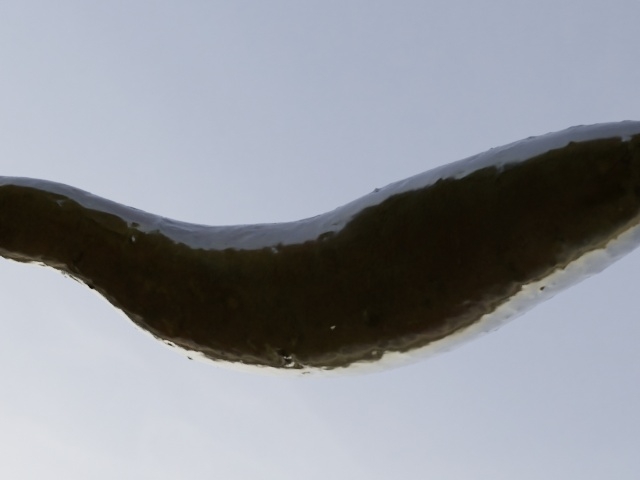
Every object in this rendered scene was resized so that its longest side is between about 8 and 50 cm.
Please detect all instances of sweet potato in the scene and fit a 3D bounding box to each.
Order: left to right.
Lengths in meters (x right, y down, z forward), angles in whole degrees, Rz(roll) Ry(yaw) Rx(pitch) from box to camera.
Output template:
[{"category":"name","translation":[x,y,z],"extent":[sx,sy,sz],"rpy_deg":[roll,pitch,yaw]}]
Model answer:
[{"category":"sweet potato","translation":[-0.002,0.006,0.586],"extent":[0.346,0.079,0.108],"rpy_deg":[-4,-59,19]}]
